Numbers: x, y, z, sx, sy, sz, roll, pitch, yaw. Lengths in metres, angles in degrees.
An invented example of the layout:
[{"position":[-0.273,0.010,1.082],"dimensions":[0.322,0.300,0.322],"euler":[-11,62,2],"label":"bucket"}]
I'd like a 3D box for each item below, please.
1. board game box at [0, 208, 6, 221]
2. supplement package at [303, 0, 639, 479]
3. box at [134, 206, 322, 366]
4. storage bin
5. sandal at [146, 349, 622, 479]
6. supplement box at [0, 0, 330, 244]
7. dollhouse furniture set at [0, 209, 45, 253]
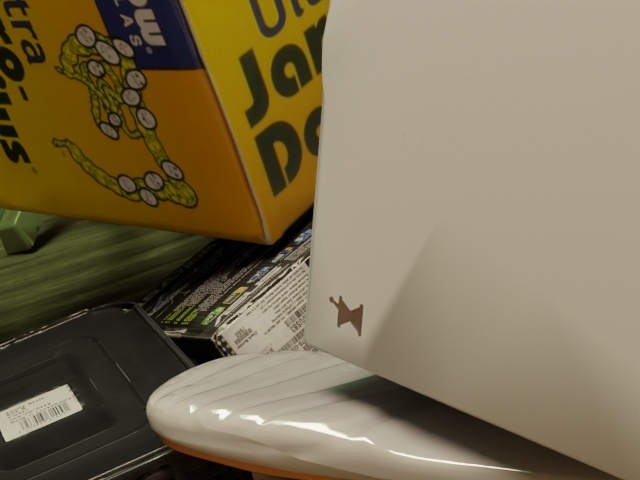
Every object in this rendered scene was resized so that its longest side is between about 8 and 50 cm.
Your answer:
[{"position":[-0.316,-0.050,1.269],"dimensions":[0.213,0.046,0.317],"euler":[-5,22,31],"label":"board game box"},{"position":[0.159,-0.054,0.467],"dimensions":[0.198,0.199,0.263],"euler":[20,23,40],"label":"supplement package"},{"position":[0.000,0.000,0.699],"dimensions":[0.191,0.045,0.184],"euler":[-40,10,-19],"label":"box"},{"position":[-0.101,0.101,0.591],"dimensions":[0.122,0.084,0.180],"euler":[-22,18,-15],"label":"storage bin"},{"position":[0.072,0.088,0.475],"dimensions":[0.265,0.076,0.102],"euler":[5,15,19],"label":"sandal"},{"position":[-0.127,-0.144,0.747],"dimensions":[0.357,0.195,0.194],"euler":[8,39,40],"label":"supplement box"},{"position":[-0.214,-0.026,1.141],"dimensions":[0.091,0.081,0.114],"euler":[-10,52,41],"label":"dollhouse furniture set"}]
